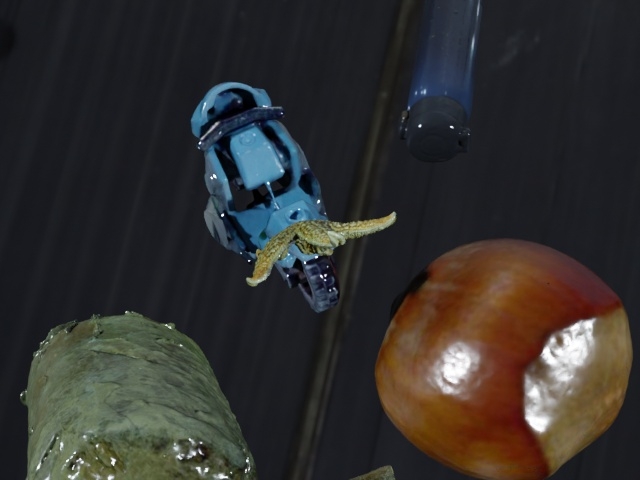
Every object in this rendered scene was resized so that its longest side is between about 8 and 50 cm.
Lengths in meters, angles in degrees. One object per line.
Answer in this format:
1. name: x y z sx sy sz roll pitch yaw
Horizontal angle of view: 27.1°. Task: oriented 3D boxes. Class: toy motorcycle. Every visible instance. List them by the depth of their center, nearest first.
1. toy motorcycle: -0.089 -0.082 1.983 0.172 0.416 0.232 -23 140 -11

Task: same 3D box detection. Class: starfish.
1. starfish: 0.000 0.000 1.471 0.176 0.053 0.208 -14 -176 -1

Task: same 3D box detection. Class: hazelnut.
1. hazelnut: 0.269 0.179 1.940 0.366 0.365 0.366 12 166 3

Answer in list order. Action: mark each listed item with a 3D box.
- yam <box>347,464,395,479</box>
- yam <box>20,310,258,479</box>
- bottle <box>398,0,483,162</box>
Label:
1. yam: -0.009 0.388 1.897 0.253 0.061 0.061 -21 162 2
2. yam: -0.164 0.189 1.176 0.195 0.195 0.300 18 -167 -20
3. bottle: 0.137 -0.189 1.497 0.082 0.244 0.072 6 138 5
